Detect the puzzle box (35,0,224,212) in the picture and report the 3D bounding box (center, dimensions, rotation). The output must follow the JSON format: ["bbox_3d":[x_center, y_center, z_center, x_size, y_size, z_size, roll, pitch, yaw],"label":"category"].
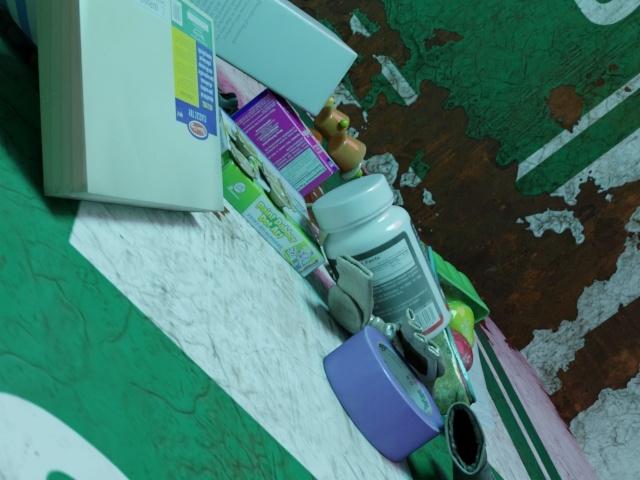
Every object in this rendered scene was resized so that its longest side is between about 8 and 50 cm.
[{"bbox_3d":[-0.208,-0.173,1.156,0.409,0.052,0.272,7,79,-77],"label":"puzzle box"}]

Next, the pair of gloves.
[{"bbox_3d":[0.099,0.146,1.572,0.240,0.042,0.204,42,-25,21],"label":"pair of gloves"}]

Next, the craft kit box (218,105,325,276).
[{"bbox_3d":[-0.104,-0.088,1.702,0.250,0.061,0.247,47,9,-28],"label":"craft kit box"}]

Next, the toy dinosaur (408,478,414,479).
[{"bbox_3d":[0.192,0.393,1.344,0.092,0.053,0.183,31,22,-36],"label":"toy dinosaur"}]

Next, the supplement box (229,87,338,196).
[{"bbox_3d":[-0.075,-0.196,2.026,0.220,0.114,0.111,53,11,-3],"label":"supplement box"}]

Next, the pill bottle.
[{"bbox_3d":[0.102,0.040,1.696,0.161,0.161,0.283,-88,154,-74],"label":"pill bottle"}]

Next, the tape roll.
[{"bbox_3d":[0.093,0.223,1.437,0.189,0.080,0.189,51,10,-13],"label":"tape roll"}]

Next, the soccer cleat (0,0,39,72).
[{"bbox_3d":[-0.368,-0.352,1.178,0.331,0.143,0.116,49,11,-16],"label":"soccer cleat"}]

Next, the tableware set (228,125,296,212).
[{"bbox_3d":[-0.097,-0.116,1.624,0.169,0.020,0.141,47,12,-28],"label":"tableware set"}]

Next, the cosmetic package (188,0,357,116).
[{"bbox_3d":[-0.171,-0.451,1.962,0.453,0.161,0.230,29,14,-29],"label":"cosmetic package"}]

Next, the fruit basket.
[{"bbox_3d":[0.232,0.194,2.042,0.327,0.165,0.353,35,40,-37],"label":"fruit basket"}]

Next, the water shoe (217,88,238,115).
[{"bbox_3d":[-0.231,-0.303,1.788,0.203,0.080,0.073,46,11,-30],"label":"water shoe"}]

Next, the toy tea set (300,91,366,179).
[{"bbox_3d":[0.012,-0.210,2.220,0.124,0.200,0.336,36,17,-33],"label":"toy tea set"}]

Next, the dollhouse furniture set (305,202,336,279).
[{"bbox_3d":[0.000,0.000,1.930,0.144,0.123,0.151,-4,92,-78],"label":"dollhouse furniture set"}]

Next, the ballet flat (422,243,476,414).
[{"bbox_3d":[0.193,0.163,1.837,0.123,0.123,0.349,38,33,-54],"label":"ballet flat"}]

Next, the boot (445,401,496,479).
[{"bbox_3d":[0.229,0.337,1.460,0.208,0.076,0.190,83,-12,-77],"label":"boot"}]
